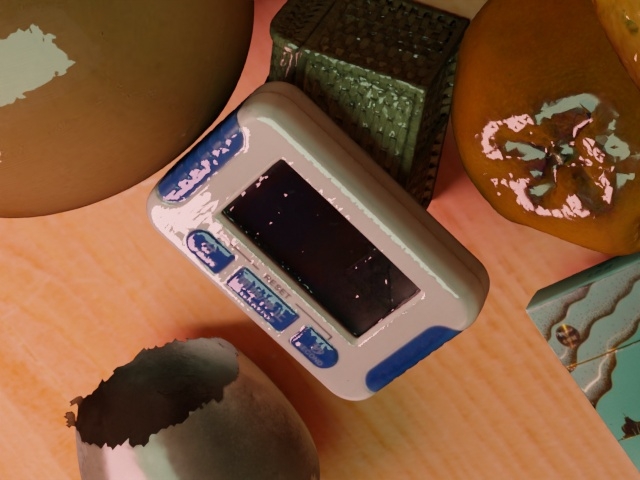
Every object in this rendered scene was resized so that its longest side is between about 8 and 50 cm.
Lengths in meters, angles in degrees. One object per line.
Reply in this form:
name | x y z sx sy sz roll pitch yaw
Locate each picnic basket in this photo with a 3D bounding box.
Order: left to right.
picnic basket | 0.021 -0.099 1.639 0.154 0.134 0.196 19 128 10

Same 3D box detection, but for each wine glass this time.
wine glass | -0.099 0.265 1.888 0.238 0.238 0.323 -8 116 31

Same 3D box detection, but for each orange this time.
orange | 0.209 -0.105 1.498 0.249 0.183 0.249 12 115 26

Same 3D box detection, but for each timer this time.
timer | 0.000 0.000 1.583 0.253 0.078 0.178 44 127 -10

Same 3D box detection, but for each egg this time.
egg | -0.228 -0.175 1.605 0.374 0.301 0.301 -21 111 25

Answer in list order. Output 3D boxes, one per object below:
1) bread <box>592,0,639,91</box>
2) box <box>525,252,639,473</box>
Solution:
bread | 0.348 -0.206 1.250 0.398 0.398 0.215 27 140 8
box | 0.300 0.112 1.652 0.162 0.041 0.229 -26 106 35
